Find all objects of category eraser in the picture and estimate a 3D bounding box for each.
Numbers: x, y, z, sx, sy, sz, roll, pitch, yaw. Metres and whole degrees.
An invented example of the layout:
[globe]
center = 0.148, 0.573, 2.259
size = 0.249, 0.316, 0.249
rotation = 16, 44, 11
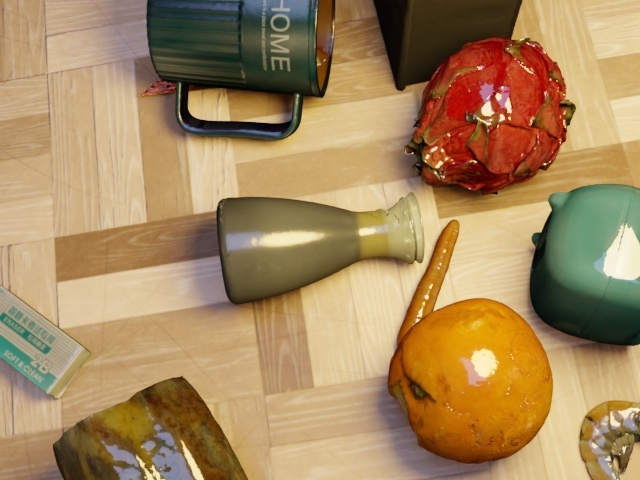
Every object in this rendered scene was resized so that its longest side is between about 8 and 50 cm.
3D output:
[eraser]
center = -0.498, 0.160, 1.459
size = 0.225, 0.052, 0.095
rotation = 33, 78, 15

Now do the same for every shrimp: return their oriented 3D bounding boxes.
[shrimp]
center = 0.496, 0.328, 1.314
size = 0.217, 0.051, 0.150
rotation = 17, 76, 19

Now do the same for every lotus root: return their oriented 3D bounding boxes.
[lotus root]
center = -0.219, 0.387, 1.259
size = 0.250, 0.250, 0.346
rotation = -28, 70, -5

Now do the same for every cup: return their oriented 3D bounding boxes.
[cup]
center = -0.131, -0.354, 1.531
size = 0.292, 0.308, 0.242
rotation = 6, 40, 6

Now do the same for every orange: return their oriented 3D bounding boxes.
[orange]
center = 0.218, 0.206, 1.280
size = 0.240, 0.240, 0.240
rotation = -2, 71, 5

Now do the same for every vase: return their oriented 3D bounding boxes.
[vase]
center = 0.000, 0.000, 1.415
size = 0.321, 0.173, 0.173
rotation = -7, 70, -2

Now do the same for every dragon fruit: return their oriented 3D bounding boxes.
[dragon fruit]
center = 0.273, -0.196, 1.412
size = 0.299, 0.244, 0.244
rotation = -40, 72, -18

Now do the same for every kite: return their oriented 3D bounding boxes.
[kite]
center = -0.222, -0.315, 1.623
size = 0.125, 0.008, 0.222
rotation = 35, 77, 15

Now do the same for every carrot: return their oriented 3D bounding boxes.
[carrot]
center = 0.180, 0.073, 1.435
size = 0.043, 0.043, 0.248
rotation = 19, 71, 11

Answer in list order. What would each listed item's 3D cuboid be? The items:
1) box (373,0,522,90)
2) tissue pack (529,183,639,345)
[box]
center = 0.202, -0.457, 1.461
size = 0.204, 0.345, 0.251
rotation = -13, 71, -2
[tissue pack]
center = 0.412, 0.039, 1.293
size = 0.206, 0.287, 0.198
rotation = 15, 76, 11
